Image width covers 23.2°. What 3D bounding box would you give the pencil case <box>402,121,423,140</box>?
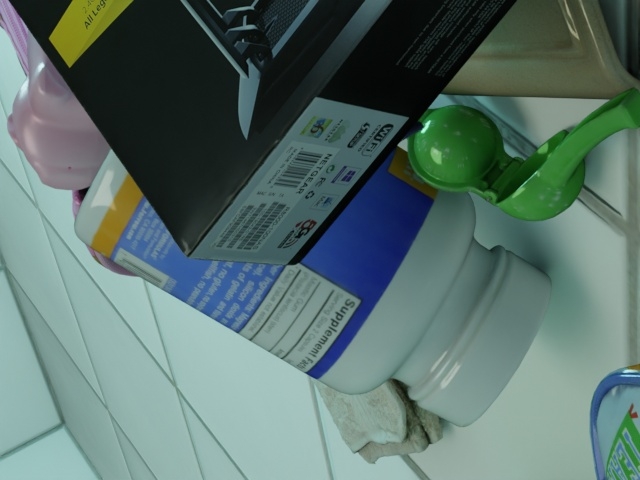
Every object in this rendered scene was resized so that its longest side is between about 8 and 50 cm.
[{"bbox_3d":[-0.033,-0.188,0.837,0.306,0.133,0.119,48,116,29],"label":"pencil case"}]

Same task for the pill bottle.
[{"bbox_3d":[0.000,0.000,0.962,0.272,0.152,0.152,30,162,-4],"label":"pill bottle"}]

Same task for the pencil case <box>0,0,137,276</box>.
[{"bbox_3d":[-0.184,-0.156,1.306,0.386,0.160,0.167,61,176,32],"label":"pencil case"}]

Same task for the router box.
[{"bbox_3d":[-0.009,-0.180,0.683,0.309,0.081,0.243,-50,60,24],"label":"router box"}]

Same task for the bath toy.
[{"bbox_3d":[-0.154,-0.099,1.078,0.129,0.348,0.151,166,110,-73],"label":"bath toy"}]

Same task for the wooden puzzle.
[{"bbox_3d":[0.071,-0.183,0.829,0.239,0.044,0.221,63,163,-16],"label":"wooden puzzle"}]

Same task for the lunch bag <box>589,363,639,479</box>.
[{"bbox_3d":[0.238,0.145,0.583,0.303,0.115,0.243,-8,98,58],"label":"lunch bag"}]

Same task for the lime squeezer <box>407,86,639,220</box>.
[{"bbox_3d":[0.081,-0.059,0.878,0.110,0.059,0.310,33,174,-37],"label":"lime squeezer"}]

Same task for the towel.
[{"bbox_3d":[0.004,0.060,1.339,0.282,0.049,0.187,62,161,3],"label":"towel"}]
